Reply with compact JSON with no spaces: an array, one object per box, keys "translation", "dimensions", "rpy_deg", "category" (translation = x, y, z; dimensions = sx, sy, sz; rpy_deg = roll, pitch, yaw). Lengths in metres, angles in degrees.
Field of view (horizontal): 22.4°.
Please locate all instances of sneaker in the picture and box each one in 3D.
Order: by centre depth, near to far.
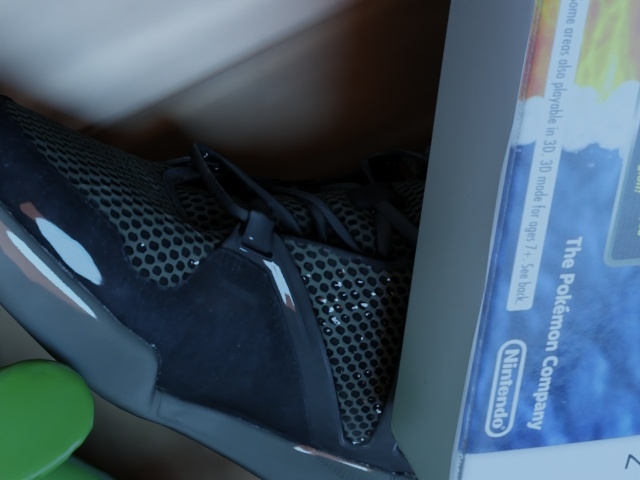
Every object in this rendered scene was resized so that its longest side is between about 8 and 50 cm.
[{"translation":[0.000,0.000,0.449],"dimensions":[0.227,0.087,0.130],"rpy_deg":[35,103,-34],"category":"sneaker"}]

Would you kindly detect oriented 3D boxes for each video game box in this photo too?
[{"translation":[0.121,-0.032,0.394],"dimensions":[0.187,0.048,0.205],"rpy_deg":[-7,123,-20],"category":"video game box"}]

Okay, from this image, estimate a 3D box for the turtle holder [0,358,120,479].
[{"translation":[-0.147,0.169,0.391],"dimensions":[0.227,0.243,0.320],"rpy_deg":[-18,163,33],"category":"turtle holder"}]
